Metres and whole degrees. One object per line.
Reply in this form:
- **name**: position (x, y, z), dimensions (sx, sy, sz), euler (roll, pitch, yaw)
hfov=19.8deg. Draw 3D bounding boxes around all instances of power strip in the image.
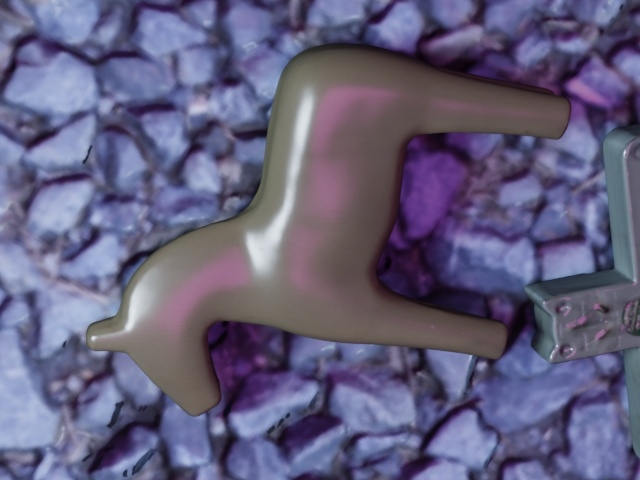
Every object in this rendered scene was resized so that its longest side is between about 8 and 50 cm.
- **power strip**: position (0.199, 0.039, 1.101), dimensions (0.145, 0.061, 0.216), euler (-11, 104, -8)

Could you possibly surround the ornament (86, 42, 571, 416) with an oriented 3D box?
- **ornament**: position (0.000, 0.000, 1.056), dimensions (0.244, 0.061, 0.230), euler (10, 103, -13)
